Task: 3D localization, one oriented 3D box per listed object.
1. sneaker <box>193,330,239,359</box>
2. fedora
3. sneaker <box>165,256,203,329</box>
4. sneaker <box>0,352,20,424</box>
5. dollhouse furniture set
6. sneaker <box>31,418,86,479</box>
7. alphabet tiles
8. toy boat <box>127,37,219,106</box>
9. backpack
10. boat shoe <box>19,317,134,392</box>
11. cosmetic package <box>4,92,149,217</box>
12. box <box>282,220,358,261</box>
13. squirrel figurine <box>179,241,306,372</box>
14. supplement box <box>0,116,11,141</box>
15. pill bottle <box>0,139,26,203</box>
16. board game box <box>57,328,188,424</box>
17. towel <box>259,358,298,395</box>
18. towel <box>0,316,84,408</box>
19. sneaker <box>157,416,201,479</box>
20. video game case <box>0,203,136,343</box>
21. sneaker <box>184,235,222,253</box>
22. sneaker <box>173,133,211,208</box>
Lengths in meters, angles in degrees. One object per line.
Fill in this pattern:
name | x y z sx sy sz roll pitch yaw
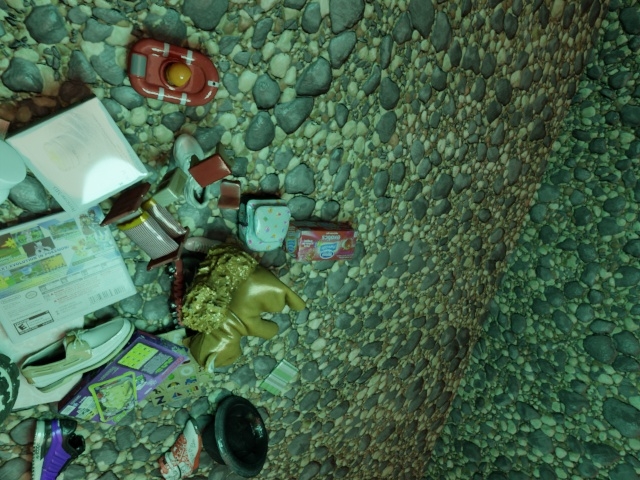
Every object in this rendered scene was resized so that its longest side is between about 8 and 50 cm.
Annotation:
sneaker | -0.359 0.372 1.487 0.217 0.079 0.121 38 88 -37
fedora | -0.353 0.790 1.594 0.153 0.333 0.334 -27 128 15
sneaker | -0.438 0.173 1.338 0.135 0.098 0.275 -8 115 -31
sneaker | -0.933 0.317 1.016 0.182 0.158 0.409 -3 116 15
dollhouse furniture set | -0.383 -0.086 1.123 0.375 0.152 0.201 -22 127 16
sneaker | -0.845 0.707 1.301 0.146 0.102 0.293 3 108 -35
alphabet tiles | -0.530 0.450 1.403 0.286 0.011 0.342 -12 125 -17
toy boat | -0.383 -0.442 1.073 0.231 0.151 0.150 2 109 -34
backpack | -0.194 -0.054 1.374 0.166 0.144 0.188 -6 116 -37
boat shoe | -0.696 0.315 1.158 0.302 0.113 0.103 -35 132 -15
cosmetic package | -0.612 -0.220 1.031 0.225 0.138 0.223 -34 125 -15
box | 0.000 0.000 1.530 0.257 0.128 0.122 -1 110 -33
squirrel figurine | -0.307 0.221 1.284 0.370 0.281 0.397 -50 139 -9
supplement box | -0.799 -0.274 0.947 0.099 0.036 0.062 21 97 -37
pill bottle | -0.802 -0.118 0.878 0.272 0.152 0.152 -23 126 9
board game box | -0.626 0.446 1.291 0.347 0.056 0.208 -43 131 1
towel | -0.179 0.592 1.742 0.152 0.023 0.113 -46 125 -5
towel | -0.867 0.336 1.159 0.317 0.053 0.331 2 109 -35
sneaker | -0.547 0.820 1.553 0.145 0.090 0.269 -6 116 -34
video game case | -0.730 0.083 1.110 0.329 0.036 0.299 -24 113 -27
sneaker | -0.379 0.022 1.330 0.135 0.070 0.050 6 108 -34
sneaker | -0.372 -0.202 1.207 0.091 0.115 0.231 -21 120 -25
